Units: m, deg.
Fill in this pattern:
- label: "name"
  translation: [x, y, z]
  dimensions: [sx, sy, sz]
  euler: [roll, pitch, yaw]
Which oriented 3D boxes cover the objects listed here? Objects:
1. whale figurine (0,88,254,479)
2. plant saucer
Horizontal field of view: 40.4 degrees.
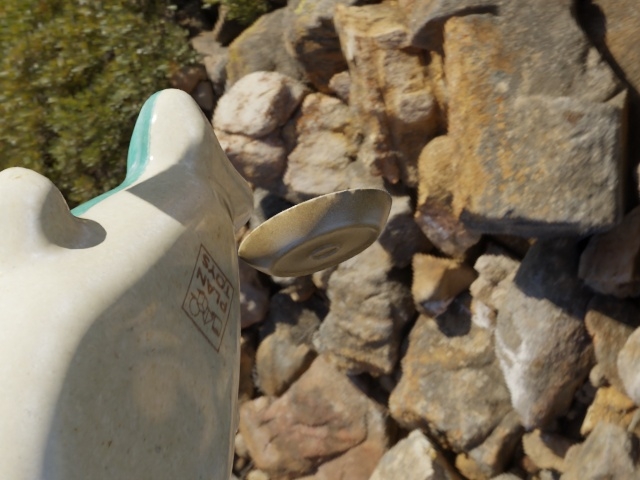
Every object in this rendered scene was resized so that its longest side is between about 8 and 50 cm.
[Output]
- label: "whale figurine"
  translation: [-0.120, 0.045, 0.457]
  dimensions: [0.141, 0.272, 0.216]
  euler: [-7, 138, 26]
- label: "plant saucer"
  translation: [0.000, 0.000, 0.441]
  dimensions: [0.083, 0.083, 0.015]
  euler: [-32, 69, 32]
